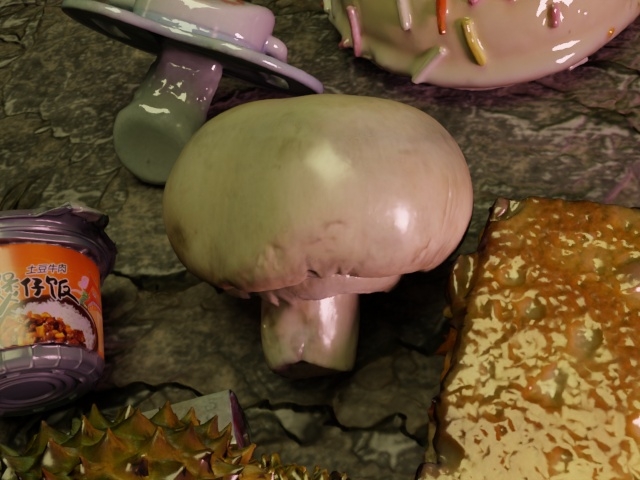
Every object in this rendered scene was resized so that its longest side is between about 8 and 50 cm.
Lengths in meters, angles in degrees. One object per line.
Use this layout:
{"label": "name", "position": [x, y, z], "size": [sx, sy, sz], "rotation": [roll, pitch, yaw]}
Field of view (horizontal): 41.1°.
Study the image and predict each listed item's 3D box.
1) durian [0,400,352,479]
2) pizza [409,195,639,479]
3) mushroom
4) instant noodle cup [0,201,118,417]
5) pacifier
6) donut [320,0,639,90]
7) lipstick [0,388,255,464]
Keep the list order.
{"label": "durian", "position": [-0.094, 0.221, 0.498], "size": [0.293, 0.258, 0.258], "rotation": [8, 47, -17]}
{"label": "pizza", "position": [0.204, 0.086, 0.629], "size": [0.409, 0.114, 0.278], "rotation": [-37, 54, -18]}
{"label": "mushroom", "position": [0.000, 0.000, 0.702], "size": [0.254, 0.234, 0.260], "rotation": [-2, 4, -9]}
{"label": "instant noodle cup", "position": [-0.254, 0.072, 0.719], "size": [0.177, 0.208, 0.125], "rotation": [6, 56, -36]}
{"label": "pacifier", "position": [-0.142, -0.156, 0.896], "size": [0.279, 0.227, 0.207], "rotation": [18, 89, 3]}
{"label": "donut", "position": [0.180, -0.327, 0.959], "size": [0.382, 0.142, 0.382], "rotation": [-7, 49, 8]}
{"label": "lipstick", "position": [-0.177, 0.189, 0.651], "size": [0.253, 0.077, 0.079], "rotation": [-15, 48, -1]}
